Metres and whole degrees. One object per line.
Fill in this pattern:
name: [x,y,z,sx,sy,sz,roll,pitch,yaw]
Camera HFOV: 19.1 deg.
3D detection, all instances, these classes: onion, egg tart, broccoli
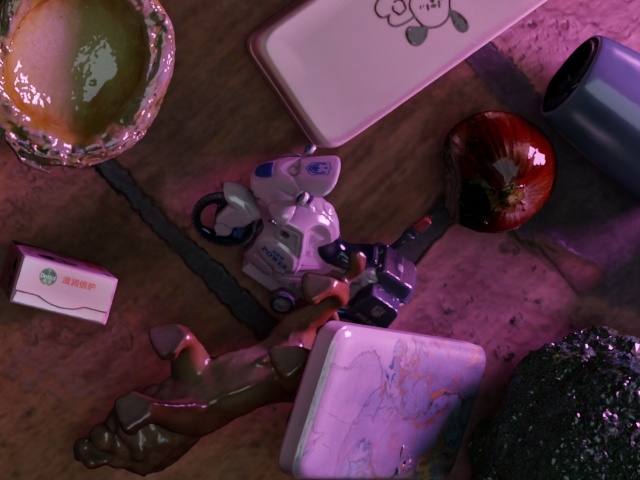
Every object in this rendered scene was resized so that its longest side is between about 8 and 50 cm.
onion: [0.169,-0.066,1.791,0.119,0.118,0.117,-14,133,-11]
egg tart: [-0.221,-0.160,1.689,0.197,0.078,0.197,-7,109,-21]
broccoli: [0.273,0.226,1.802,0.245,0.265,0.294,28,58,-43]

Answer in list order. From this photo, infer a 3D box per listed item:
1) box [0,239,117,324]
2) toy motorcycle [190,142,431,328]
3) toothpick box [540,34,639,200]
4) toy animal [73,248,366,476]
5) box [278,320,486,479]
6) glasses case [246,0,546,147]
box: [-0.235,0.037,1.694,0.089,0.125,0.043,15,92,-16]
toy motorcycle: [0.000,0.000,1.753,0.221,0.102,0.150,35,123,-21]
toothpick box: [0.305,-0.111,1.809,0.184,0.120,0.120,34,89,-11]
toy animal: [-0.085,0.129,1.728,0.312,0.157,0.097,-21,64,-4]
box: [0.061,0.152,1.739,0.285,0.044,0.142,12,95,-57]
glasses case: [0.090,-0.221,1.766,0.313,0.070,0.131,-35,104,-7]
